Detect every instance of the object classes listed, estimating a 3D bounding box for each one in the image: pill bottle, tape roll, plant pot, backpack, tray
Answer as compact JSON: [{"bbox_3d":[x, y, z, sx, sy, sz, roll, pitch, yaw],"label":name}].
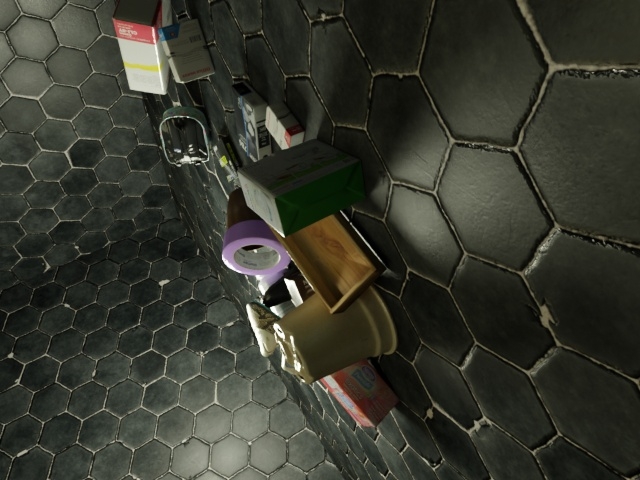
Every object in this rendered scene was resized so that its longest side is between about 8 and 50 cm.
[{"bbox_3d":[-0.177,0.224,2.161,0.283,0.161,0.160,59,158,10],"label":"pill bottle"},{"bbox_3d":[-0.257,0.034,1.964,0.274,0.275,0.090,95,175,-53],"label":"tape roll"},{"bbox_3d":[-0.317,-0.107,2.081,0.215,0.216,0.230,99,154,-56],"label":"plant pot"},{"bbox_3d":[0.029,0.294,1.574,0.334,0.306,0.333,48,154,34],"label":"plant pot"},{"bbox_3d":[-0.634,-0.505,2.278,0.253,0.226,0.191,88,178,-48],"label":"backpack"},{"bbox_3d":[0.000,0.000,1.479,0.202,0.076,0.410,-48,64,24],"label":"tray"}]

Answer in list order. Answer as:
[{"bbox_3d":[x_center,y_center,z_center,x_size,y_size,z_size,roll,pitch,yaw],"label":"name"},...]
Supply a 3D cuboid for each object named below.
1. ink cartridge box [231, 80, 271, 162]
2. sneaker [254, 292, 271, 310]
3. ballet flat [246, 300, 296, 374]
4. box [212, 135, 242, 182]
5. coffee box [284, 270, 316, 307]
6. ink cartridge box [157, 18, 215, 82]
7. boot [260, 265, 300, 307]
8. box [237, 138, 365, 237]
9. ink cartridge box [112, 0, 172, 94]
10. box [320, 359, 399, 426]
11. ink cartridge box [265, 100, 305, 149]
[{"bbox_3d":[-0.242,-0.386,1.746,0.165,0.065,0.332,48,155,33],"label":"ink cartridge box"},{"bbox_3d":[-0.274,0.242,2.424,0.295,0.147,0.105,67,160,-7],"label":"sneaker"},{"bbox_3d":[-0.128,0.441,2.005,0.483,0.182,0.164,33,151,-6],"label":"ballet flat"},{"bbox_3d":[-0.417,-0.365,2.192,0.184,0.045,0.191,64,158,-9],"label":"box"},{"bbox_3d":[-0.017,0.228,1.829,0.098,0.141,0.246,5,120,65],"label":"coffee box"},{"bbox_3d":[-0.514,-0.725,1.855,0.086,0.148,0.203,32,142,55],"label":"ink cartridge box"},{"bbox_3d":[-0.112,0.249,1.978,0.207,0.246,0.094,53,-167,30],"label":"boot"},{"bbox_3d":[-0.054,-0.156,1.308,0.231,0.262,0.126,36,146,48],"label":"box"},{"bbox_3d":[-0.714,-0.842,2.000,0.384,0.161,0.279,113,162,-63],"label":"ink cartridge box"},{"bbox_3d":[0.120,0.518,1.766,0.300,0.142,0.154,49,155,3],"label":"box"},{"bbox_3d":[-0.110,-0.346,1.495,0.135,0.056,0.099,56,157,18],"label":"ink cartridge box"}]
